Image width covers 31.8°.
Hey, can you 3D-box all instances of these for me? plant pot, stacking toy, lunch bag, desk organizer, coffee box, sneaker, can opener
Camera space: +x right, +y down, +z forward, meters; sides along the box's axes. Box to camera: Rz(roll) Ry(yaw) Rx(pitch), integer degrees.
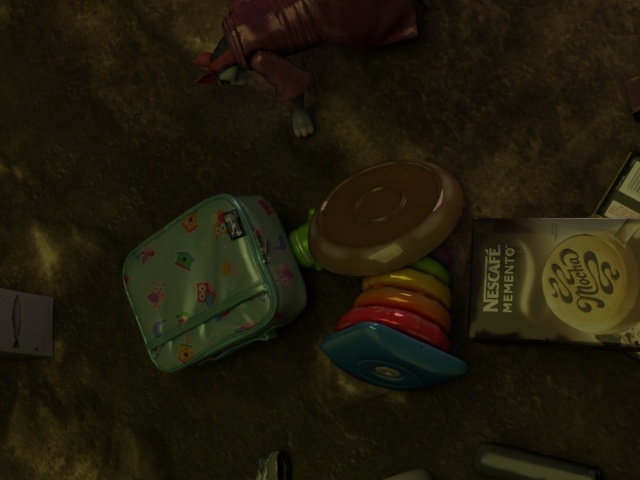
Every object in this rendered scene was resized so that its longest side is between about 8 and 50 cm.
[{"bbox_3d":[0.087,-0.043,1.598,0.236,0.032,0.236,-15,38,12],"label":"plant pot"},{"bbox_3d":[0.127,0.050,1.595,0.166,0.175,0.302,-31,39,58],"label":"stacking toy"},{"bbox_3d":[-0.161,0.069,1.692,0.279,0.108,0.224,-30,72,32],"label":"lunch bag"},{"bbox_3d":[0.485,-0.214,1.542,0.130,0.047,0.050,-21,71,17],"label":"desk organizer"},{"bbox_3d":[0.351,0.059,1.469,0.297,0.119,0.168,0,82,21],"label":"coffee box"},{"bbox_3d":[-0.075,0.381,1.669,0.058,0.052,0.135,-9,70,30],"label":"sneaker"},{"bbox_3d":[0.339,0.343,1.488,0.283,0.076,0.095,10,84,24],"label":"can opener"}]

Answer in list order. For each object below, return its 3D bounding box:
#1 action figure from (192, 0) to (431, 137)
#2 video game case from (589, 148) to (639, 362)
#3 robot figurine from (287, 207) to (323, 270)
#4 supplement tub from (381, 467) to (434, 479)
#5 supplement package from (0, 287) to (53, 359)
[{"bbox_3d":[-0.025,-0.323,1.660,0.370,0.276,0.248,-27,77,1],"label":"action figure"},{"bbox_3d":[0.475,0.047,1.507,0.275,0.035,0.248,32,93,23],"label":"video game case"},{"bbox_3d":[0.000,0.000,1.689,0.115,0.067,0.101,-28,44,16],"label":"robot figurine"},{"bbox_3d":[0.119,0.425,1.525,0.144,0.144,0.199,-28,72,16],"label":"supplement tub"},{"bbox_3d":[-0.524,0.137,1.816,0.105,0.179,0.105,-6,79,21],"label":"supplement package"}]
